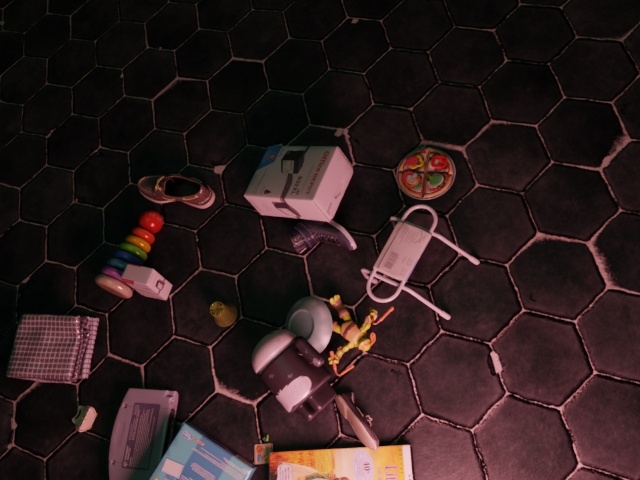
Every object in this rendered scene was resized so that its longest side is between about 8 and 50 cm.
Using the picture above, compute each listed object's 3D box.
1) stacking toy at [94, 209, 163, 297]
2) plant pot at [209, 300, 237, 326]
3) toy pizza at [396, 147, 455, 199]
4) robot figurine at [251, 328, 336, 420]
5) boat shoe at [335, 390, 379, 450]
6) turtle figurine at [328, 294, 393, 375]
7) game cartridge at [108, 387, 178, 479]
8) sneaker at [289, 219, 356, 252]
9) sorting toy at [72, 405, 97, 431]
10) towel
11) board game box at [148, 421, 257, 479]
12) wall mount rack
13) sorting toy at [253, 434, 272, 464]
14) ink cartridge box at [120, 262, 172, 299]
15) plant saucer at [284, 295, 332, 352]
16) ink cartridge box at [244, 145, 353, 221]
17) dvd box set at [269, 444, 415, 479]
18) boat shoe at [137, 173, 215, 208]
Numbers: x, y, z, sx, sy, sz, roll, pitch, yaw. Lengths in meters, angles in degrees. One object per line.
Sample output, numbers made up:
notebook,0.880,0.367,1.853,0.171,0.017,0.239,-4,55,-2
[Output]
stacking toy,-0.668,0.037,2.116,0.141,0.141,0.331,17,68,21
plant pot,-0.331,0.238,1.958,0.083,0.079,0.083,-6,65,13
toy pizza,0.357,-0.233,1.996,0.201,0.032,0.202,-6,66,13
robot figurine,-0.080,0.396,1.757,0.209,0.173,0.278,-43,78,-1
boat shoe,0.119,0.515,1.702,0.064,0.075,0.206,-20,40,-22
turtle figurine,0.098,0.268,1.822,0.270,0.087,0.217,-53,54,7
game cartridge,-0.572,0.626,1.875,0.195,0.060,0.295,1,68,12
sneaker,0.000,0.001,1.957,0.163,0.086,0.226,-41,55,-14
sorting toy,-0.795,0.589,1.959,0.075,0.045,0.083,14,72,28
towel,-0.938,0.372,2.045,0.283,0.121,0.235,-2,68,15
board game box,-0.385,0.753,1.729,0.253,0.079,0.336,29,78,12
wall mount rack,0.308,0.075,1.833,0.304,0.130,0.350,25,76,27
sorting toy,-0.175,0.635,1.784,0.061,0.012,0.083,-10,66,12
ink cartridge box,-0.600,0.145,2.033,0.109,0.150,0.063,10,67,19
plant saucer,-0.050,0.271,1.848,0.194,0.037,0.195,-11,72,35
ink cartridge box,-0.075,-0.199,1.994,0.307,0.129,0.223,7,63,36
dvd box set,0.061,0.745,1.645,0.419,0.062,0.308,-7,66,13
boat shoe,-0.554,-0.197,2.194,0.324,0.097,0.117,13,72,20
